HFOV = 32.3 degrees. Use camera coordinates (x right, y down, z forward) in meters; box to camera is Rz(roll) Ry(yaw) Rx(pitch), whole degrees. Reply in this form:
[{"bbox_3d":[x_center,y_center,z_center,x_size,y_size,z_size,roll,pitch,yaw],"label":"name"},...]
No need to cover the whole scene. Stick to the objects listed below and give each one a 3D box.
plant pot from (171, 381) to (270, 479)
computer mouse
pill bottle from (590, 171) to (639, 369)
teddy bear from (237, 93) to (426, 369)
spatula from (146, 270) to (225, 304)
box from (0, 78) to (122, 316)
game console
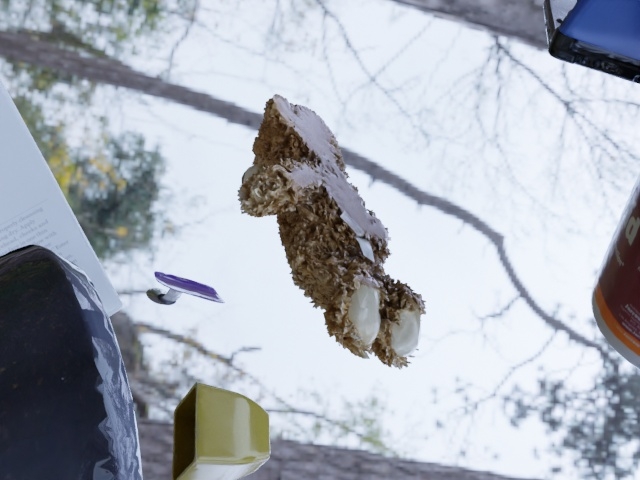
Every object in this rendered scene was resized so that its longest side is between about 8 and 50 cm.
[{"bbox_3d":[-0.095,0.196,1.089,0.081,0.083,0.081,129,-34,-52],"label":"plant pot"},{"bbox_3d":[-0.122,0.119,0.398,0.188,0.072,0.272,58,-34,38],"label":"computer mouse"},{"bbox_3d":[0.463,-0.032,1.244,0.392,0.224,0.224,99,-18,-46],"label":"pill bottle"},{"bbox_3d":[0.000,0.000,1.221,0.113,0.245,0.338,-39,-105,23],"label":"teddy bear"},{"bbox_3d":[-0.193,0.067,1.431,0.296,0.084,0.030,162,-56,-70],"label":"spatula"},{"bbox_3d":[-0.387,-0.056,1.202,0.215,0.168,0.345,38,-26,54],"label":"box"},{"bbox_3d":[0.443,-0.275,1.354,0.250,0.293,0.173,-78,-173,-55],"label":"game console"}]
